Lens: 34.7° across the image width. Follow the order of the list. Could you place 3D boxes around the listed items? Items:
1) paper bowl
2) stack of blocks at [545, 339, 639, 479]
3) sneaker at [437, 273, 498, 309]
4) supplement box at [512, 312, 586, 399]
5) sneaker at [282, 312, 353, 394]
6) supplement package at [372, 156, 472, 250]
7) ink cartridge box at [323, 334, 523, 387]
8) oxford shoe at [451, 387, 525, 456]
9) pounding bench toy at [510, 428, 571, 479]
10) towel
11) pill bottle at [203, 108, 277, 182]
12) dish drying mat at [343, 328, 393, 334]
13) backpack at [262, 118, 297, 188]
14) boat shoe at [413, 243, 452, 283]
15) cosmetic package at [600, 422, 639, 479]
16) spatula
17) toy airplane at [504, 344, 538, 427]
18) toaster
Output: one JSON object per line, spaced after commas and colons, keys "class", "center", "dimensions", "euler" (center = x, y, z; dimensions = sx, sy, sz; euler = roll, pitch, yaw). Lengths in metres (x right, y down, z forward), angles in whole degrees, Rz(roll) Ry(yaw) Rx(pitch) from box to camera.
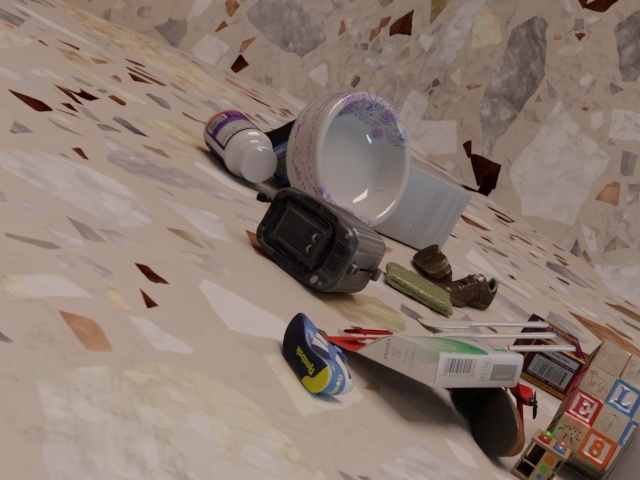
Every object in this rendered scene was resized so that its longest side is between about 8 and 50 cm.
{"class": "paper bowl", "center": [0.044, -0.165, 2.132], "dimensions": [0.148, 0.284, 0.284], "euler": [2, -10, 45]}
{"class": "stack of blocks", "center": [0.487, 0.297, 1.459], "dimensions": [0.297, 0.171, 0.087], "euler": [32, -19, 10]}
{"class": "sneaker", "center": [0.303, 0.095, 2.113], "dimensions": [0.066, 0.071, 0.188], "euler": [38, 15, 34]}
{"class": "supplement box", "center": [0.421, 0.212, 1.893], "dimensions": [0.104, 0.081, 0.188], "euler": [29, 12, 3]}
{"class": "sneaker", "center": [-0.004, 0.148, 1.298], "dimensions": [0.059, 0.053, 0.144], "euler": [20, 24, -33]}
{"class": "supplement package", "center": [0.168, -0.115, 2.398], "dimensions": [0.293, 0.177, 0.175], "euler": [23, 14, -27]}
{"class": "ink cartridge box", "center": [0.141, 0.147, 1.429], "dimensions": [0.181, 0.056, 0.225], "euler": [7, 10, -42]}
{"class": "oxford shoe", "center": [0.251, 0.245, 1.429], "dimensions": [0.076, 0.076, 0.212], "euler": [35, 11, -15]}
{"class": "pounding bench toy", "center": [0.300, 0.288, 1.370], "dimensions": [0.052, 0.065, 0.083], "euler": [33, 13, 16]}
{"class": "towel", "center": [0.190, 0.094, 1.979], "dimensions": [0.148, 0.027, 0.110], "euler": [29, 14, -3]}
{"class": "pill bottle", "center": [-0.165, -0.196, 2.151], "dimensions": [0.108, 0.108, 0.193], "euler": [20, 16, -36]}
{"class": "dish drying mat", "center": [0.069, 0.132, 1.474], "dimensions": [0.032, 0.008, 0.083], "euler": [-5, -8, 37]}
{"class": "backpack", "center": [-0.037, -0.178, 2.277], "dimensions": [0.117, 0.158, 0.173], "euler": [-104, 167, -49]}
{"class": "boat shoe", "center": [0.244, 0.055, 2.195], "dimensions": [0.060, 0.064, 0.178], "euler": [61, 1, -14]}
{"class": "cosmetic package", "center": [0.465, 0.365, 1.269], "dimensions": [0.224, 0.138, 0.225], "euler": [31, 14, 9]}
{"class": "spatula", "center": [0.305, 0.169, 1.765], "dimensions": [0.242, 0.019, 0.168], "euler": [2, 14, -12]}
{"class": "toy airplane", "center": [0.280, 0.212, 1.485], "dimensions": [0.028, 0.151, 0.151], "euler": [-15, 27, -13]}
{"class": "toaster", "center": [0.000, 0.000, 1.715], "dimensions": [0.227, 0.129, 0.146], "euler": [35, 10, 32]}
